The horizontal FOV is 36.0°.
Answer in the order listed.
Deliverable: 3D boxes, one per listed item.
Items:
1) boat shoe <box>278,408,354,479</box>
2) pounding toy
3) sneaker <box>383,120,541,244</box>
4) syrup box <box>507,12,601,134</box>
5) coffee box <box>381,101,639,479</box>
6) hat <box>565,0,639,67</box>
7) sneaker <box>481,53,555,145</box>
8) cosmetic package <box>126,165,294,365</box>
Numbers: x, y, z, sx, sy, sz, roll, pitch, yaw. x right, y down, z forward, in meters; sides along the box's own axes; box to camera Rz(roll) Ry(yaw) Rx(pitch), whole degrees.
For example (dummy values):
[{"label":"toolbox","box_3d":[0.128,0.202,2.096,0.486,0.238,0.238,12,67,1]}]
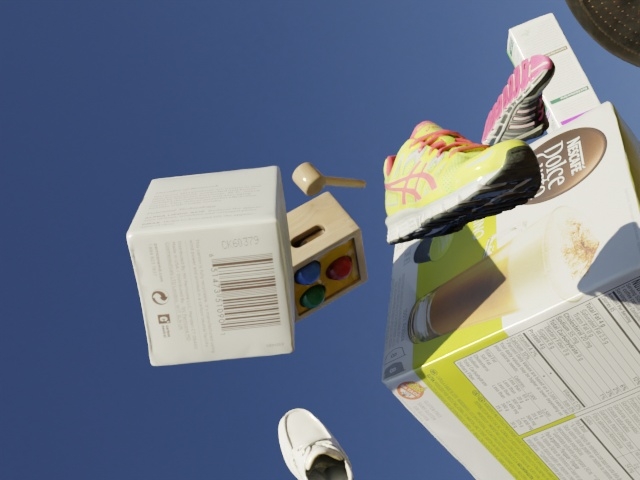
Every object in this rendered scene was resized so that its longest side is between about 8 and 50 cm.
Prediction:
[{"label":"boat shoe","box_3d":[0.005,0.376,1.660,0.098,0.277,0.096,-21,-44,-15]},{"label":"pounding toy","box_3d":[0.007,-0.008,1.324,0.181,0.094,0.206,-30,-35,-13]},{"label":"sneaker","box_3d":[0.101,-0.058,0.808,0.082,0.208,0.094,-8,-97,-25]},{"label":"syrup box","box_3d":[0.453,-0.309,1.911,0.093,0.096,0.236,62,-174,-72]},{"label":"coffee box","box_3d":[0.317,0.101,1.223,0.338,0.334,0.337,47,-151,-24]},{"label":"hat","box_3d":[0.362,-0.309,0.881,0.331,0.331,0.134,62,-165,-16]},{"label":"sneaker","box_3d":[0.285,-0.183,1.340,0.075,0.170,0.063,17,-129,-8]},{"label":"cosmetic package","box_3d":[-0.109,0.022,1.060,0.183,0.152,0.151,-95,-1,-70]}]
